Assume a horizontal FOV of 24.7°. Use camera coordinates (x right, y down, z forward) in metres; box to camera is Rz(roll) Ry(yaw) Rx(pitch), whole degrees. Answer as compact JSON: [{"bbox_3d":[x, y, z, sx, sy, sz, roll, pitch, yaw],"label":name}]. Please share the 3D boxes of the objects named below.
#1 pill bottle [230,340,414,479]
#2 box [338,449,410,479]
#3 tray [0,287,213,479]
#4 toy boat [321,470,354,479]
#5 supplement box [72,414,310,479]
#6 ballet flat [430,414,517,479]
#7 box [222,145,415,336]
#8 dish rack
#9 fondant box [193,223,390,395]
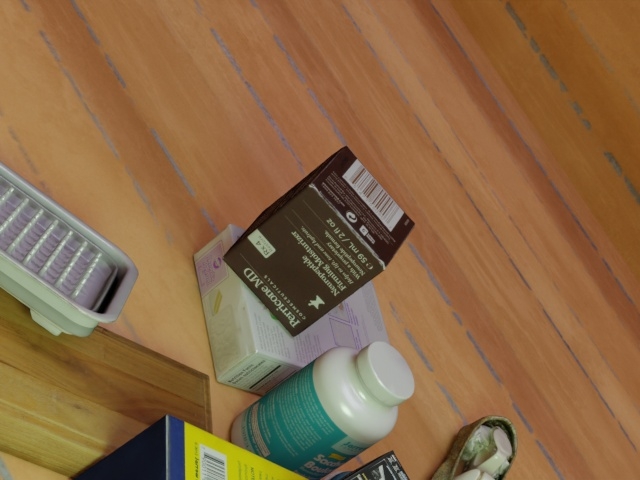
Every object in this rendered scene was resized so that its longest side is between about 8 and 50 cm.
[{"bbox_3d":[0.007,0.245,2.059,0.146,0.264,0.146,34,35,-28],"label":"pill bottle"},{"bbox_3d":[0.087,0.433,1.773,0.307,0.076,0.242,59,30,7],"label":"box"},{"bbox_3d":[-0.313,0.196,1.864,0.411,0.076,0.203,30,37,-35],"label":"tray"},{"bbox_3d":[0.069,0.469,2.021,0.267,0.148,0.318,50,30,-6],"label":"toy boat"},{"bbox_3d":[-0.113,0.395,1.801,0.356,0.194,0.195,30,38,-34],"label":"supplement box"},{"bbox_3d":[0.251,0.394,2.387,0.123,0.123,0.348,48,30,-7],"label":"ballet flat"},{"bbox_3d":[0.000,0.000,2.183,0.168,0.203,0.167,48,31,-6],"label":"box"},{"bbox_3d":[-0.397,-0.003,1.866,0.333,0.072,0.285,36,12,-8],"label":"dish rack"},{"bbox_3d":[-0.032,0.137,2.291,0.330,0.096,0.238,23,41,-41],"label":"fondant box"}]
